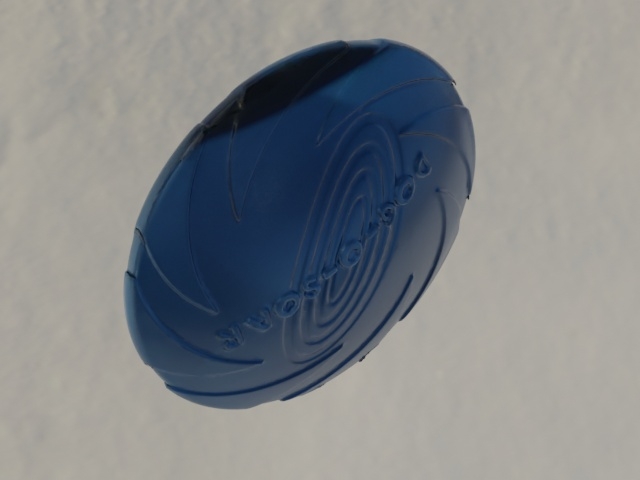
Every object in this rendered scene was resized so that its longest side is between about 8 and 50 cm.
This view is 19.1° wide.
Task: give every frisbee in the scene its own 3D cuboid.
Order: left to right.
[{"bbox_3d":[0.000,0.000,1.074,0.242,0.045,0.242,-24,134,-28],"label":"frisbee"}]
